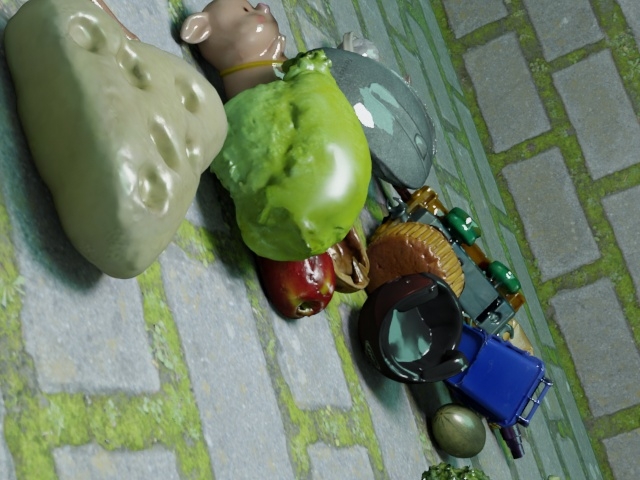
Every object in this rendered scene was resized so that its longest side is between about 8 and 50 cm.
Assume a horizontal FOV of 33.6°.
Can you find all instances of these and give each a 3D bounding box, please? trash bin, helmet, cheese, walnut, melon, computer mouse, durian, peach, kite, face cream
[{"bbox_3d":[0.316,0.252,2.052,0.184,0.162,0.234,27,-5,44],"label":"trash bin"},{"bbox_3d":[0.165,0.155,1.873,0.216,0.193,0.189,-33,105,-41],"label":"helmet"},{"bbox_3d":[-0.211,-0.092,1.261,0.351,0.130,0.328,32,37,-56],"label":"cheese"},{"bbox_3d":[-0.003,-0.001,1.772,0.211,0.087,0.167,61,27,-10],"label":"walnut"},{"bbox_3d":[0.267,0.367,2.050,0.130,0.098,0.098,51,24,-31],"label":"melon"},{"bbox_3d":[0.108,-0.251,2.132,0.374,0.114,0.203,35,54,-21],"label":"computer mouse"},{"bbox_3d":[-0.041,-0.113,1.578,0.339,0.256,0.204,62,-24,27],"label":"durian"},{"bbox_3d":[-0.036,0.035,1.639,0.127,0.092,0.172,11,60,-64],"label":"peach"},{"bbox_3d":[0.204,-0.070,2.370,0.321,0.016,0.234,56,-5,-8],"label":"kite"},{"bbox_3d":[0.412,0.373,2.456,0.078,0.078,0.273,-1,69,-69],"label":"face cream"}]

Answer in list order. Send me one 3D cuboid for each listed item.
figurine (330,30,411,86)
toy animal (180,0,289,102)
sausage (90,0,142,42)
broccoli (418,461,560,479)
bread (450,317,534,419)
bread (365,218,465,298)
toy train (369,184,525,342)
[{"bbox_3d":[0.107,-0.383,2.412,0.237,0.141,0.162,45,34,-47],"label":"figurine"},{"bbox_3d":[-0.110,-0.286,1.738,0.248,0.149,0.165,57,4,-7],"label":"toy animal"},{"bbox_3d":[-0.299,-0.309,1.406,0.186,0.043,0.043,52,24,-37],"label":"sausage"},{"bbox_3d":[0.271,0.482,1.747,0.288,0.260,0.235,-73,171,-67],"label":"broccoli"},{"bbox_3d":[0.373,0.277,2.333,0.136,0.107,0.241,56,42,-9],"label":"bread"},{"bbox_3d":[0.170,0.068,2.014,0.104,0.199,0.199,-36,103,-56],"label":"bread"},{"bbox_3d":[0.260,0.056,2.230,0.429,0.178,0.249,48,-5,-20],"label":"toy train"}]
